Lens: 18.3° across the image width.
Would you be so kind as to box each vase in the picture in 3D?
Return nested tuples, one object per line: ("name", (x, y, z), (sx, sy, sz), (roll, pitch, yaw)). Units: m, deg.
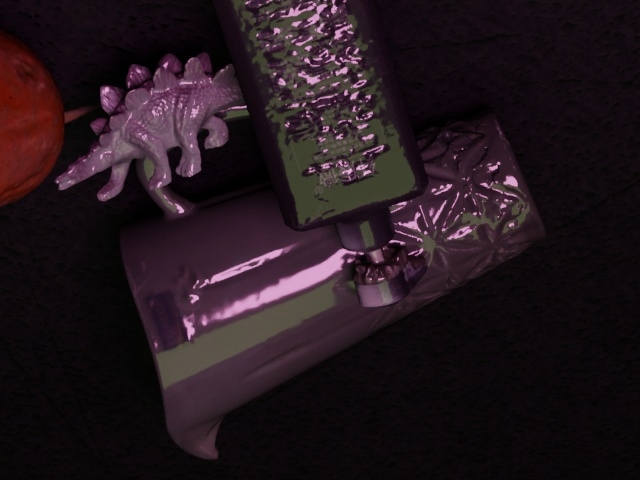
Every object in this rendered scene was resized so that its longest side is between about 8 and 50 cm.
("vase", (0.000, 0.000, 1.405), (0.301, 0.156, 0.251), (-23, 109, 6))

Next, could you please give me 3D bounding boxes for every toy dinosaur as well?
("toy dinosaur", (-0.085, -0.087, 1.316), (0.209, 0.039, 0.082), (-25, 121, -17))

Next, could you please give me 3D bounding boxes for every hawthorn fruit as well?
("hawthorn fruit", (-0.224, -0.070, 1.278), (0.189, 0.149, 0.149), (21, 129, -22))

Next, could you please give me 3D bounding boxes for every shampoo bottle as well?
("shampoo bottle", (0.001, -0.096, 1.268), (0.098, 0.071, 0.309), (-17, 113, 1))
